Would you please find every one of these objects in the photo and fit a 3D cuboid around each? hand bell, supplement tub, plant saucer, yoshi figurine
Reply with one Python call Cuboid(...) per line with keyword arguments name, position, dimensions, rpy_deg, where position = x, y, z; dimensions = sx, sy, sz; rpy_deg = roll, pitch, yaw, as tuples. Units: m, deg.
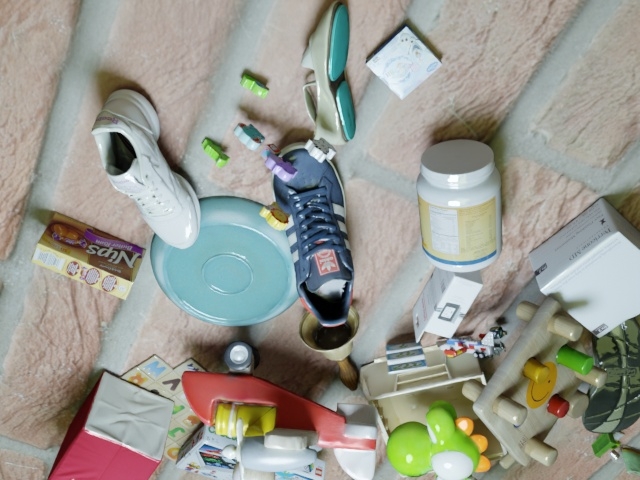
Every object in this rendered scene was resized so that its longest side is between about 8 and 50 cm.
Cuboid(name="hand bell", position=(0.043, 0.246, 1.564), dimensions=(0.126, 0.126, 0.242), rpy_deg=(-9, 137, 9))
Cuboid(name="supplement tub", position=(0.244, -0.060, 1.297), dimensions=(0.144, 0.144, 0.200), rpy_deg=(-6, 124, 6))
Cuboid(name="plant saucer", position=(-0.180, 0.058, 1.460), dimensions=(0.317, 0.044, 0.318), rpy_deg=(1, 125, 1))
Cuboid(name="yoshi figurine", position=(0.242, 0.507, 1.510), dimensions=(0.203, 0.203, 0.362), rpy_deg=(-16, 94, -16))

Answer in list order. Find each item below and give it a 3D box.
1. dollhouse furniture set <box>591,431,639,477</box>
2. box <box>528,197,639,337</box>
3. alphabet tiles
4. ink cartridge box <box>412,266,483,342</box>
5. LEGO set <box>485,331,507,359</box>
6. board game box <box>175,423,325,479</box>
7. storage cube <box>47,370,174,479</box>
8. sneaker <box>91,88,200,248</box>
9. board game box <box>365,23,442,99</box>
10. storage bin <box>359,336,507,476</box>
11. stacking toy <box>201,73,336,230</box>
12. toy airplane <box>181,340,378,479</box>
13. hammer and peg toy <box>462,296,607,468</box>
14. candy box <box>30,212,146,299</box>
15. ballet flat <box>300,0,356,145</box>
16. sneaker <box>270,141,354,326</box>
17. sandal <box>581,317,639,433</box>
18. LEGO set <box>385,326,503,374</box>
Cuboid(name="dollhouse furniture set", position=(0.703, 0.485, 1.702), dimensions=(0.151, 0.076, 0.059), rpy_deg=(23, 123, -12))
Cuboid(name="box", position=(0.522, 0.053, 1.381), dimensions=(0.182, 0.119, 0.181), rpy_deg=(36, 118, -21))
Cuboid(name="alphabet tiles", position=(-0.360, 0.399, 1.723), dimensions=(0.342, 0.011, 0.285), rpy_deg=(-33, 118, 23))
Cuboid(name="ink cartridge box", position=(0.244, 0.112, 1.442), dimensions=(0.060, 0.104, 0.180), rpy_deg=(16, 125, -10))
Cuboid(name="LEGO set", position=(0.366, 0.226, 1.565), dimensions=(0.054, 0.023, 0.083), rpy_deg=(-2, 125, 4))
Cuboid(name="board game box", position=(-0.165, 0.527, 1.743), dimensions=(0.305, 0.053, 0.193), rpy_deg=(24, 139, -17))
Cuboid(name="storage cube", position=(-0.454, 0.444, 1.627), dimensions=(0.183, 0.215, 0.193), rpy_deg=(29, 115, -16))
Cuboid(name="sneaker", position=(-0.310, -0.098, 1.283), dimensions=(0.114, 0.152, 0.305), rpy_deg=(-13, 121, 18))
Cuboid(name="board game box", position=(0.136, -0.292, 1.215), dimensions=(0.090, 0.020, 0.090), rpy_deg=(-39, 115, 25))
Cuboid(name="storage bin", position=(0.244, 0.367, 1.609), dimensions=(0.260, 0.123, 0.262), rpy_deg=(-15, 123, 12))
Cuboid(name="stacking toy", position=(-0.096, -0.150, 1.251), dimensions=(0.221, 0.052, 0.167), rpy_deg=(44, 119, 13))
Cuboid(name="toy airplane", position=(-0.069, 0.398, 1.493), dimensions=(0.386, 0.384, 0.272), rpy_deg=(35, 76, -38))
Cuboid(name="hammer and peg toy", position=(0.427, 0.304, 1.413), dimensions=(0.266, 0.127, 0.361), rpy_deg=(-51, 132, -14))
Cuboid(name="candy box", position=(-0.437, 0.029, 1.408), dimensions=(0.186, 0.109, 0.053), rpy_deg=(24, 122, -13))
Cuboid(name="ballet flat", position=(0.006, -0.267, 1.208), dimensions=(0.086, 0.086, 0.248), rpy_deg=(-3, 126, 4))
Cuboid(name="sneaker", position=(0.000, 0.000, 1.328), dimensions=(0.131, 0.148, 0.350), rpy_deg=(-16, 120, -1))
Cuboid(name="sandal", position=(0.618, 0.276, 1.561), dimensions=(0.120, 0.086, 0.303), rpy_deg=(2, 110, 8))
Cuboid(name="LEGO set", position=(0.249, 0.203, 1.480), dimensions=(0.244, 0.182, 0.060), rpy_deg=(-10, 96, 5))
